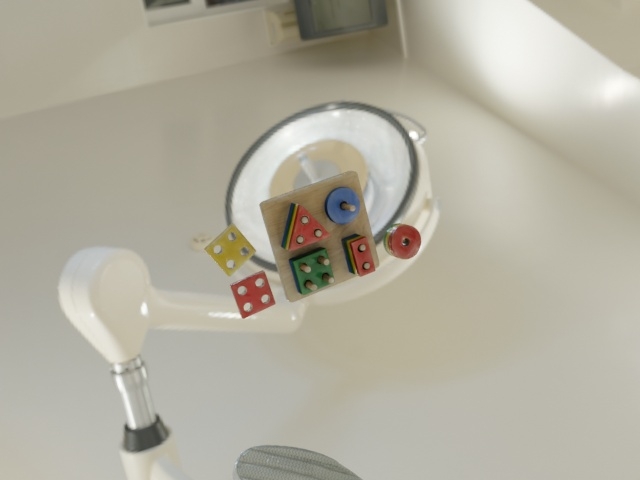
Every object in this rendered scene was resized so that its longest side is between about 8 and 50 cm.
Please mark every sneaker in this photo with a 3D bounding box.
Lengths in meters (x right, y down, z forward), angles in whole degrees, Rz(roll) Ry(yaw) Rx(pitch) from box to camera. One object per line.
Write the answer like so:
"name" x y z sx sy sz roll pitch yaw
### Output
"sneaker" 0.028 0.285 0.703 0.258 0.091 0.094 23 -151 8

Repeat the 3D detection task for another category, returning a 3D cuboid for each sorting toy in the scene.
"sorting toy" 0.000 0.000 0.902 0.274 0.133 0.046 -20 -163 -19
